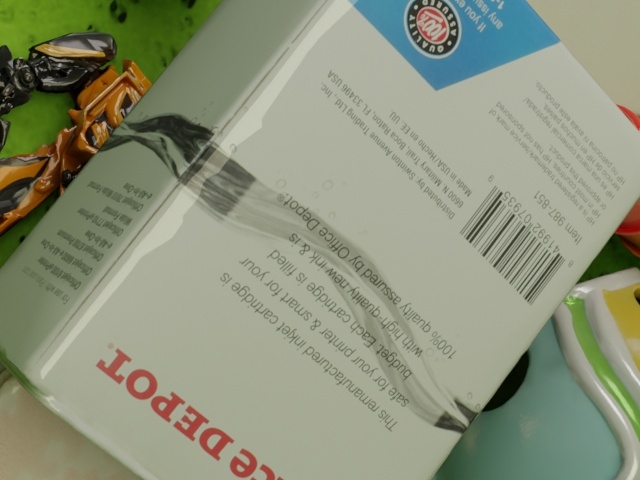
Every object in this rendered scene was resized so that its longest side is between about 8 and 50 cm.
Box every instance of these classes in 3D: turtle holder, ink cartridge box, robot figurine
[{"bbox_3d":[0.198,0.136,0.940,0.243,0.320,0.227,-14,82,-28],"label":"turtle holder"},{"bbox_3d":[0.000,0.000,0.781,0.223,0.129,0.307,43,80,-29],"label":"ink cartridge box"},{"bbox_3d":[-0.174,0.009,0.885,0.291,0.085,0.211,-44,109,-19],"label":"robot figurine"}]

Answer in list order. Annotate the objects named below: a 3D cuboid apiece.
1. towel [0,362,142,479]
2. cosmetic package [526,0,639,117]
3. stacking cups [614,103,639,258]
[{"bbox_3d":[-0.183,0.235,0.838,0.332,0.053,0.317,-34,122,-29],"label":"towel"},{"bbox_3d":[0.117,-0.129,0.984,0.309,0.160,0.113,-2,90,-27],"label":"cosmetic package"},{"bbox_3d":[0.253,-0.007,1.008,0.316,0.096,0.096,22,80,-53],"label":"stacking cups"}]
